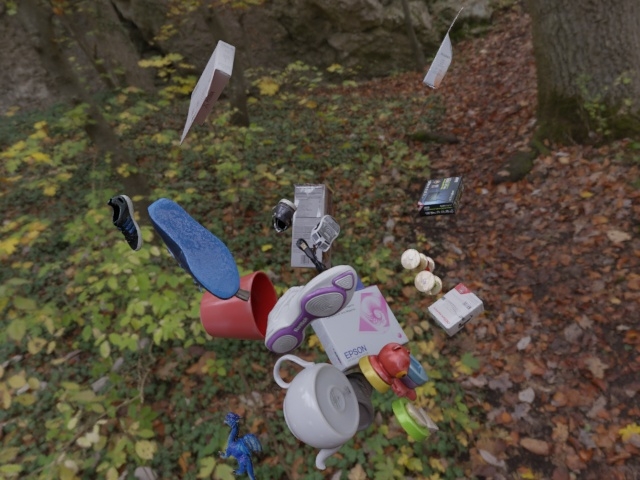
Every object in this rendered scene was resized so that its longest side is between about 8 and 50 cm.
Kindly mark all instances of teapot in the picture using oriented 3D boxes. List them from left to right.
[{"bbox_3d":[-0.022,0.492,1.428,0.187,0.252,0.256,-31,35,28],"label":"teapot"}]

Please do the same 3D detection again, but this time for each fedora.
[{"bbox_3d":[0.111,0.607,1.760,0.243,0.275,0.124,-43,37,-5],"label":"fedora"}]

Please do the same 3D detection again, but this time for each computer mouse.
[{"bbox_3d":[0.000,0.000,1.346,0.042,0.106,0.193,-37,12,38],"label":"computer mouse"}]

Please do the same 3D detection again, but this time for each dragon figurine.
[{"bbox_3d":[-0.272,0.761,1.763,0.144,0.289,0.085,-53,-23,10],"label":"dragon figurine"}]

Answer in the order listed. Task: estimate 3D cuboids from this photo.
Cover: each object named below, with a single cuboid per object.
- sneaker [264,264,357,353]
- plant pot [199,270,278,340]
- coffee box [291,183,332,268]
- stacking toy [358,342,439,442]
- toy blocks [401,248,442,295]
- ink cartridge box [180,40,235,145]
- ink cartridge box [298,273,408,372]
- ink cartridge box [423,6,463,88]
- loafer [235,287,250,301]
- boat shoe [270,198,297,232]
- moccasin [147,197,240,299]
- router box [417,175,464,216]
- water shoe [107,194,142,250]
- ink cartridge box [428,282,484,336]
[{"bbox_3d":[-0.038,0.144,1.204,0.305,0.114,0.152,-42,32,22],"label":"sneaker"},{"bbox_3d":[-0.328,0.275,1.946,0.243,0.275,0.275,-10,18,17],"label":"plant pot"},{"bbox_3d":[-0.028,-0.048,1.779,0.118,0.298,0.168,1,-5,12],"label":"coffee box"},{"bbox_3d":[0.280,0.434,1.453,0.130,0.280,0.309,-42,-29,11],"label":"stacking toy"},{"bbox_3d":[0.279,0.090,1.261,0.054,0.123,0.148,-39,-31,19],"label":"toy blocks"},{"bbox_3d":[-0.395,-0.498,1.696,0.296,0.066,0.261,-36,43,51],"label":"ink cartridge box"},{"bbox_3d":[0.110,0.261,1.689,0.324,0.330,0.071,-11,-27,-42],"label":"ink cartridge box"},{"bbox_3d":[0.310,-0.463,1.184,0.179,0.045,0.145,-61,0,23],"label":"ink cartridge box"},{"bbox_3d":[-0.298,0.170,1.684,0.045,0.125,0.039,-12,52,54],"label":"loafer"},{"bbox_3d":[-0.121,-0.059,1.437,0.065,0.075,0.206,-61,4,-20],"label":"boat shoe"},{"bbox_3d":[-0.343,0.025,1.360,0.137,0.342,0.117,-34,-10,-26],"label":"moccasin"},{"bbox_3d":[0.304,-0.111,1.223,0.092,0.038,0.122,-4,37,31],"label":"router box"},{"bbox_3d":[-0.688,-0.054,1.696,0.072,0.203,0.080,-10,7,36],"label":"water shoe"},{"bbox_3d":[0.415,0.212,1.491,0.135,0.056,0.099,-35,46,-5],"label":"ink cartridge box"}]
